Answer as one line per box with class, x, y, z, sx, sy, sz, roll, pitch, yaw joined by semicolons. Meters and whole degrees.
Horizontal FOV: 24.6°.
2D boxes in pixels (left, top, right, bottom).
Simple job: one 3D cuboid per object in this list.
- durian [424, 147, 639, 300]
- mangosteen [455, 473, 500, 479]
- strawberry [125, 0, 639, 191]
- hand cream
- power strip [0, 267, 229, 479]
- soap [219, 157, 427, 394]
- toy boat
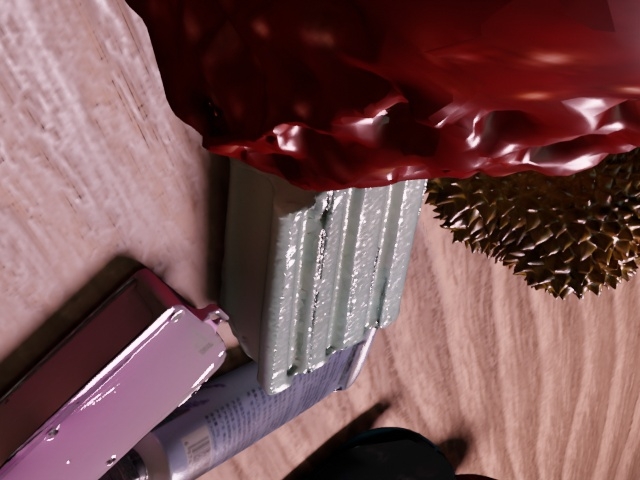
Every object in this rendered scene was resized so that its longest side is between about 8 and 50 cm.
durian;0.149;-0.034;0.954;0.158;0.168;0.137;-35;143;-62
mangosteen;0.127;0.326;1.466;0.215;0.215;0.257;-46;121;6
strawberry;0.075;-0.151;0.493;0.295;0.317;0.345;-29;173;-45
hand cream;-0.049;0.115;1.003;0.256;0.055;0.088;-22;140;-44
power strip;-0.167;0.127;0.854;0.279;0.037;0.109;-43;156;-2
soap;0.000;0.000;0.876;0.114;0.063;0.198;-30;152;-25
toy boat;-0.013;0.278;1.280;0.299;0.134;0.092;-42;-167;-8
